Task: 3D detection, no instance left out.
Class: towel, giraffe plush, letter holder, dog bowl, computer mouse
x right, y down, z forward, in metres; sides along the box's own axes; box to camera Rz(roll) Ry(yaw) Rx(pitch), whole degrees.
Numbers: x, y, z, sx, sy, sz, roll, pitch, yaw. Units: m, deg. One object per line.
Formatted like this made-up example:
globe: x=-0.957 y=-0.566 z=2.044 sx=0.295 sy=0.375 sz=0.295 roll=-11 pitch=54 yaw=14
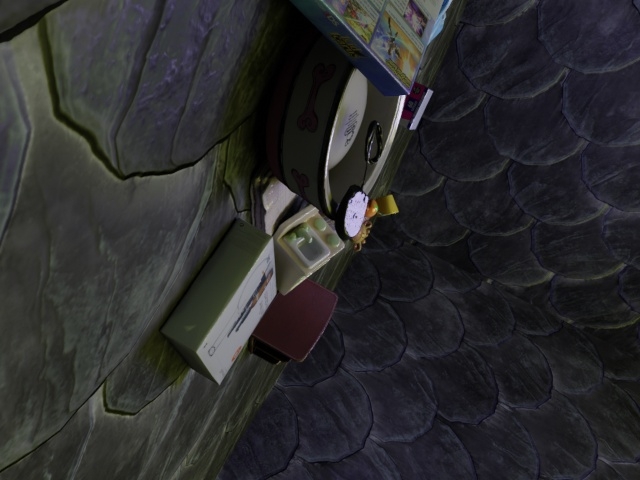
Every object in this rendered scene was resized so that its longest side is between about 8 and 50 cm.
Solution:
towel: x=-0.094 y=-0.122 z=1.265 sx=0.187 sy=0.049 sz=0.282 roll=-58 pitch=170 yaw=-25
giraffe plush: x=0.110 y=-0.042 z=2.266 sx=0.182 sy=0.170 sz=0.210 roll=-67 pitch=170 yaw=25
letter holder: x=-0.089 y=0.299 z=1.980 sx=0.302 sy=0.214 sz=0.152 roll=-57 pitch=170 yaw=-33
dog bowl: x=0.038 y=-0.255 z=1.117 sx=0.408 sy=0.150 sz=0.408 roll=-55 pitch=158 yaw=-36
computer mouse: x=0.072 y=-0.119 z=1.085 sx=0.071 sy=0.041 sz=0.242 roll=17 pitch=90 yaw=-52

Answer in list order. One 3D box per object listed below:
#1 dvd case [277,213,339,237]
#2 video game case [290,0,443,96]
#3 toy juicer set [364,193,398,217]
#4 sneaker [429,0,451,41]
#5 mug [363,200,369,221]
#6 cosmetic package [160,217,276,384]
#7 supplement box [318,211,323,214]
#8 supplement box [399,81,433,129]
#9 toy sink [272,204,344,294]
dvd case: x=-0.016 y=-0.029 z=1.604 sx=0.221 sy=0.018 sz=0.165 roll=-15 pitch=156 yaw=-11
video game case: x=0.088 y=-0.407 z=0.873 sx=0.269 sy=0.061 sz=0.245 roll=31 pitch=74 yaw=-43
toy juicer set: x=0.066 y=-0.063 z=1.741 sx=0.209 sy=0.328 sz=0.090 roll=-17 pitch=94 yaw=-58
sneaker: x=0.356 y=-0.755 z=1.757 sx=0.208 sy=0.127 sz=0.319 roll=-53 pitch=176 yaw=-40
mug: x=0.159 y=-0.133 z=2.594 sx=0.113 sy=0.150 sz=0.169 roll=-24 pitch=-169 yaw=35
cosmetic package: x=-0.212 y=0.157 z=1.264 sx=0.285 sy=0.097 sz=0.377 roll=-56 pitch=169 yaw=-21
supplement box: x=0.035 y=-0.096 z=1.956 sx=0.055 sy=0.083 sz=0.043 roll=-61 pitch=172 yaw=-8
supplement box: x=0.162 y=-0.381 z=1.417 sx=0.111 sy=0.219 sz=0.114 roll=-66 pitch=169 yaw=18
toy sink: x=-0.043 y=0.022 z=1.425 sx=0.152 sy=0.131 sz=0.234 roll=-37 pitch=172 yaw=-34
